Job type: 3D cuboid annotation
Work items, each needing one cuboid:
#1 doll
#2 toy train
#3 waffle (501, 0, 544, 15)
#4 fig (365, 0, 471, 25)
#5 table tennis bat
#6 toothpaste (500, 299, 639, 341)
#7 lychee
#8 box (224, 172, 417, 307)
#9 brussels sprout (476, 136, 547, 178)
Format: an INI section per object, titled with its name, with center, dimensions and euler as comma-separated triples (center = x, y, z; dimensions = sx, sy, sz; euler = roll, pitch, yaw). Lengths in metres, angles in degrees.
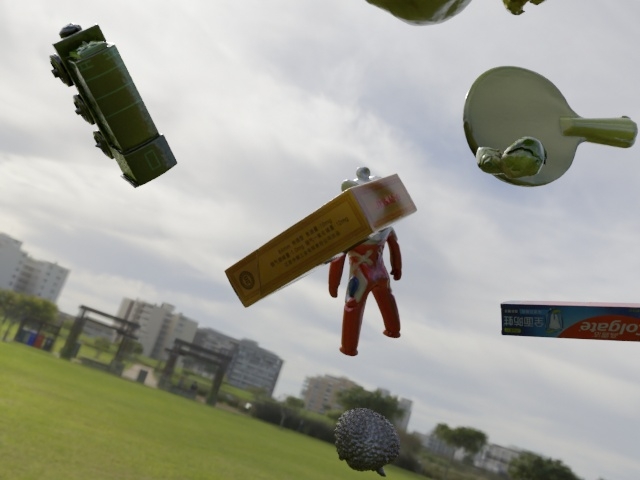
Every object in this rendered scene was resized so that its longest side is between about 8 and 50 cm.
[doll]
center = 0.095, 0.040, 1.354
dimensions = 0.188, 0.384, 0.099
euler = -12, 19, -36
[toy train]
center = -0.291, -0.190, 0.921
dimensions = 0.137, 0.090, 0.226
euler = 31, -30, 52
[waffle]
center = 0.287, -0.362, 0.722
dimensions = 0.250, 0.056, 0.261
euler = -31, -20, 22
[fig]
center = 0.243, -0.657, 1.517
dimensions = 0.343, 0.344, 0.343
euler = 18, -14, 5
[table tennis bat]
center = 0.414, -0.203, 1.179
dimensions = 0.368, 0.224, 0.054
euler = -2, -11, -20
[toothpaste]
center = 0.558, 0.174, 1.438
dimensions = 0.320, 0.077, 0.066
euler = -3, 1, 35
[lychee]
center = 0.054, 0.229, 0.750
dimensions = 0.083, 0.068, 0.067
euler = 56, 23, 10
[box]
center = 0.000, 0.000, 1.046
dimensions = 0.274, 0.076, 0.174
euler = -31, -5, 32
[brussels sprout]
center = 0.227, -0.096, 0.792
dimensions = 0.083, 0.051, 0.046
euler = -9, -65, 38
